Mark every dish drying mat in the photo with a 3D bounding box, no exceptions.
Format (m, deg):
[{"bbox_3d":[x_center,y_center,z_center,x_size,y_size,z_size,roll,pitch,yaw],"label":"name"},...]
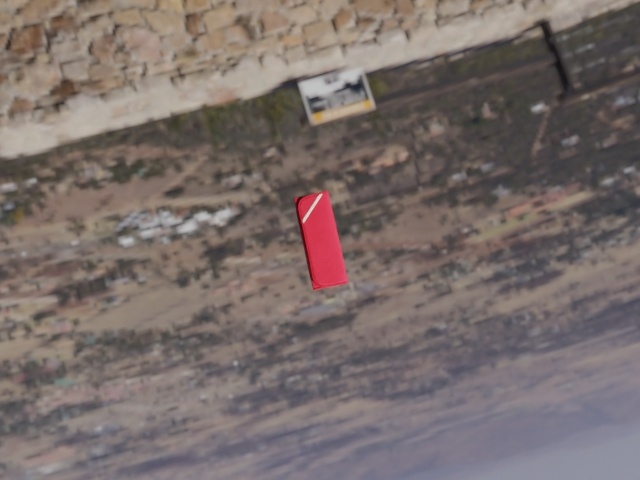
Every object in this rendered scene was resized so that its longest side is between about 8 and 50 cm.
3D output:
[{"bbox_3d":[0.000,0.000,0.956,0.032,0.083,0.008,-12,177,3],"label":"dish drying mat"}]
